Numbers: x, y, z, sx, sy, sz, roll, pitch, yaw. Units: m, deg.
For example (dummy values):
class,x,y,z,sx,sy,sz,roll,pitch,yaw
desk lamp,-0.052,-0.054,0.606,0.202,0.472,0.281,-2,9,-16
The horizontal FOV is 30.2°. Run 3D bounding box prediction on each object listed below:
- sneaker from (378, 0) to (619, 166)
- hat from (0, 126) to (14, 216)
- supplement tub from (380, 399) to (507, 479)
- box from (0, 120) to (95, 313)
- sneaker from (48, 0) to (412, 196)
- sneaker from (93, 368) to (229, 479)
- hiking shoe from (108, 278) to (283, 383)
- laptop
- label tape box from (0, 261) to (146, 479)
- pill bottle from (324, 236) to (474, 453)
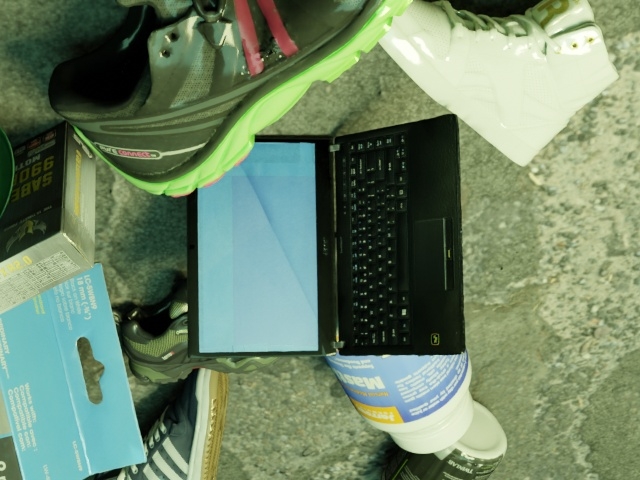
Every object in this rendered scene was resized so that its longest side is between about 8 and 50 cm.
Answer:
class,x,y,z,sx,sy,sz,roll,pitch,yaw
sneaker,0.172,-0.203,1.155,0.169,0.108,0.292,-42,134,21
hat,-0.413,-0.072,1.071,0.208,0.173,0.183,-25,156,7
supplement tub,0.153,0.303,1.559,0.117,0.117,0.190,15,126,-21
box,-0.334,0.000,1.176,0.231,0.183,0.056,-26,129,12
sneaker,-0.066,-0.229,1.034,0.202,0.185,0.483,28,119,-33
sneaker,-0.204,0.259,1.470,0.153,0.099,0.282,13,113,6
hiking shoe,-0.124,0.095,1.355,0.227,0.086,0.114,-15,134,4
laptop,0.000,0.000,1.180,0.136,0.234,0.264,3,174,-44
label tape box,-0.383,0.174,1.286,0.334,0.106,0.240,-13,93,1
pill bottle,0.086,0.127,1.375,0.152,0.152,0.272,-22,129,8
